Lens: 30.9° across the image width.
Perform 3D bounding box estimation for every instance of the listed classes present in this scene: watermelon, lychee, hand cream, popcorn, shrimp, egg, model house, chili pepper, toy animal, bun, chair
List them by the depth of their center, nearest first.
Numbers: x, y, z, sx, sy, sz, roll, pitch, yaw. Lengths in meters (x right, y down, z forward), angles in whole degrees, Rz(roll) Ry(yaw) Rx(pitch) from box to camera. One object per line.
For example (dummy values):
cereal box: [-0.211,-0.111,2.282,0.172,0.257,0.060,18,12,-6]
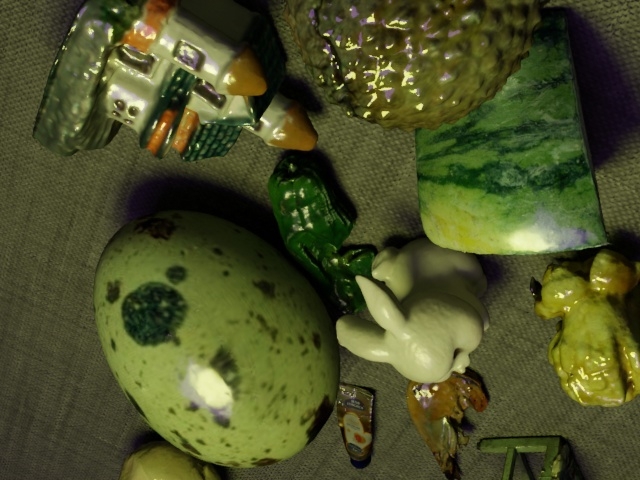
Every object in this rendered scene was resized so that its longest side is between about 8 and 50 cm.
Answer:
lychee: [0.094,-0.239,1.138,0.274,0.255,0.255,-27,118,32]
watermelon: [0.226,-0.110,1.309,0.212,0.201,0.262,-6,85,28]
model house: [-0.143,-0.167,1.343,0.300,0.190,0.271,29,133,-8]
popcorn: [0.355,0.106,1.438,0.173,0.168,0.195,-16,86,45]
toy animal: [0.125,0.084,1.477,0.178,0.193,0.127,33,134,1]
chili pepper: [0.001,0.000,1.519,0.099,0.083,0.253,-11,130,25]
egg: [-0.139,0.129,1.542,0.379,0.288,0.287,46,131,-15]
chair: [0.362,0.379,1.687,0.270,0.136,0.147,-5,130,27]
shrimp: [0.200,0.287,1.717,0.117,0.066,0.262,-4,131,24]
hand cream: [0.057,0.290,1.795,0.062,0.039,0.163,18,135,27]
bun: [-0.244,0.412,1.966,0.193,0.128,0.178,20,136,-14]
